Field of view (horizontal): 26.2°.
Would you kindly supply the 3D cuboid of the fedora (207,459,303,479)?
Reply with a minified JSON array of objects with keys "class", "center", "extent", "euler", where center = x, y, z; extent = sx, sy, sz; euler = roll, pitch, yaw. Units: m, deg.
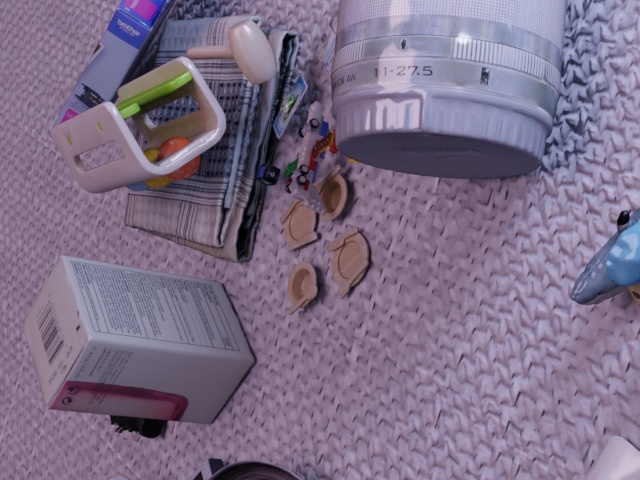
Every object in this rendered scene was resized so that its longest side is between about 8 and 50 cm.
[{"class":"fedora","center":[-0.089,0.370,1.478],"extent":[0.244,0.124,0.275],"euler":[-48,56,30]}]

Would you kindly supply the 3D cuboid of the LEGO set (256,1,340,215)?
[{"class":"LEGO set","center":[0.004,-0.148,1.615],"extent":[0.244,0.060,0.182],"euler":[-60,22,18]}]

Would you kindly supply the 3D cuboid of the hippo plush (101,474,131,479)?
[{"class":"hippo plush","center":[-0.353,0.433,1.720],"extent":[0.234,0.236,0.294],"euler":[26,105,56]}]

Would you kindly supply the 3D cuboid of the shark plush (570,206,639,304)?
[{"class":"shark plush","center":[0.279,-0.007,1.182],"extent":[0.161,0.067,0.073],"euler":[-55,41,28]}]

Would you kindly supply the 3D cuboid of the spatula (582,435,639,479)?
[{"class":"spatula","center":[0.247,0.309,1.181],"extent":[0.168,0.019,0.242],"euler":[43,115,44]}]

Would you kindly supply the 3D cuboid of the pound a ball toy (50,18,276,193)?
[{"class":"pound a ball toy","center":[-0.187,-0.151,1.733],"extent":[0.136,0.208,0.319],"euler":[60,156,-11]}]

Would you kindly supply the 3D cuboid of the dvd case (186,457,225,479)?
[{"class":"dvd case","center":[-0.166,0.407,1.692],"extent":[0.239,0.029,0.179],"euler":[-52,43,35]}]

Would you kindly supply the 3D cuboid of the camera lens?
[{"class":"camera lens","center":[0.126,-0.213,1.322],"extent":[0.219,0.219,0.274],"euler":[-5,76,53]}]

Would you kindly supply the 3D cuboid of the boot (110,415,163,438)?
[{"class":"boot","center":[-0.242,0.206,1.848],"extent":[0.099,0.045,0.121],"euler":[9,88,57]}]

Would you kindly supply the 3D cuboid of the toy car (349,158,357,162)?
[{"class":"toy car","center":[0.080,-0.124,1.508],"extent":[0.122,0.040,0.060],"euler":[-13,91,49]}]

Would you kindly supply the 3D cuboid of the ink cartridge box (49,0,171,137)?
[{"class":"ink cartridge box","center":[-0.268,-0.281,1.916],"extent":[0.311,0.065,0.186],"euler":[-48,13,40]}]

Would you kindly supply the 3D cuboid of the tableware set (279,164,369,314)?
[{"class":"tableware set","center":[0.000,0.000,1.599],"extent":[0.141,0.020,0.169],"euler":[-38,52,42]}]

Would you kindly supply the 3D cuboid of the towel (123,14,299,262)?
[{"class":"towel","center":[-0.160,-0.145,1.829],"extent":[0.324,0.056,0.312],"euler":[14,91,53]}]

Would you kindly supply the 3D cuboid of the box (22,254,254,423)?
[{"class":"box","center":[-0.225,0.125,1.684],"extent":[0.127,0.232,0.149],"euler":[-56,41,28]}]

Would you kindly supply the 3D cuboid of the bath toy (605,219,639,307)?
[{"class":"bath toy","center":[0.361,0.090,0.994],"extent":[0.348,0.129,0.151],"euler":[46,117,48]}]
